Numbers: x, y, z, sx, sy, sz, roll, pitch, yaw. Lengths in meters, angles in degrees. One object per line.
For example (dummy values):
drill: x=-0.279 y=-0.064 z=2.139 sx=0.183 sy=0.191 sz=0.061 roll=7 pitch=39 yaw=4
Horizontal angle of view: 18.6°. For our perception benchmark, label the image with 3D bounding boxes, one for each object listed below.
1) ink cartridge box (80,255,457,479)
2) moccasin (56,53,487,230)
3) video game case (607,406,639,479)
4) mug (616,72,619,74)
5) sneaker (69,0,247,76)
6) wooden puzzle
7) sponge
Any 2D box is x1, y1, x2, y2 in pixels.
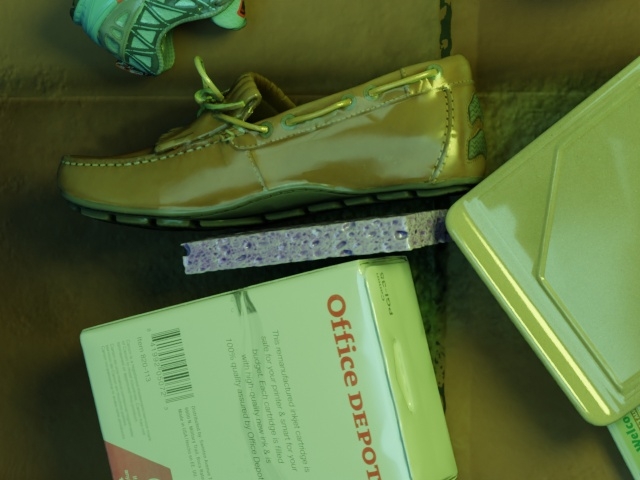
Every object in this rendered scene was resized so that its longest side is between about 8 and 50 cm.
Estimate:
ink cartridge box: x=-0.044 y=0.144 z=1.698 sx=0.283 sy=0.117 sz=0.207 roll=-14 pitch=87 yaw=24
moccasin: x=-0.049 y=-0.088 z=1.677 sx=0.380 sy=0.139 sz=0.147 roll=-9 pitch=88 yaw=24
video game case: x=0.295 y=0.072 z=1.581 sx=0.193 sy=0.023 sz=0.212 roll=-29 pitch=86 yaw=26
mug: x=0.272 y=-0.108 z=1.587 sx=0.062 sy=0.078 sz=0.064 roll=-10 pitch=98 yaw=-8
sneaker: x=-0.095 y=-0.248 z=1.728 sx=0.125 sy=0.104 sz=0.262 roll=47 pitch=114 yaw=-3
wooden puzzle: x=0.250 y=-0.003 z=1.556 sx=0.238 sy=0.044 sz=0.221 roll=-38 pitch=82 yaw=20
sponge: x=0.000 y=0.000 z=1.671 sx=0.210 sy=0.117 sz=0.031 roll=-7 pitch=92 yaw=24
